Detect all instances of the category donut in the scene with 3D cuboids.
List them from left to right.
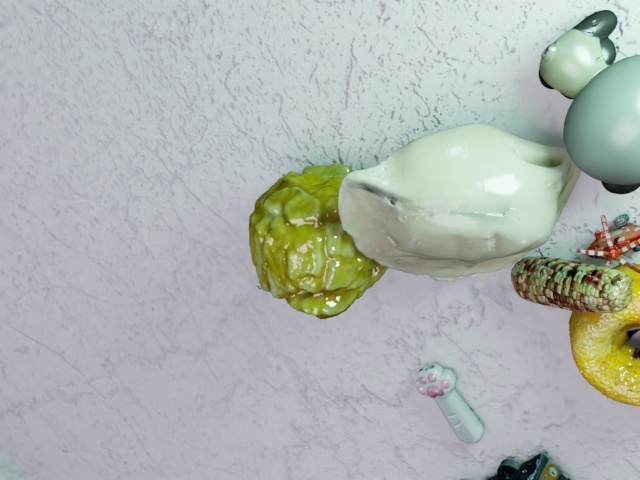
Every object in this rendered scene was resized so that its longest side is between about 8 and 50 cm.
[{"bbox_3d":[0.543,0.164,1.544,0.253,0.118,0.253,8,112,20],"label":"donut"}]

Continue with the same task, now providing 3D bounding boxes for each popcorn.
[{"bbox_3d":[-0.004,-0.009,1.654,0.282,0.282,0.247,19,132,19],"label":"popcorn"}]

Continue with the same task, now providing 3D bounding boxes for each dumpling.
[{"bbox_3d":[0.228,-0.034,1.489,0.395,0.233,0.315,-6,132,-5],"label":"dumpling"}]

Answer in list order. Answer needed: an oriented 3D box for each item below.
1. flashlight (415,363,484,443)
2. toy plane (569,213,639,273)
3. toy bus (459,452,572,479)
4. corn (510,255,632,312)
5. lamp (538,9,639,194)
[{"bbox_3d":[0.270,0.343,1.877,0.093,0.047,0.200,-23,108,40],"label":"flashlight"},{"bbox_3d":[0.508,-0.017,1.452,0.126,0.077,0.194,36,131,2],"label":"toy plane"},{"bbox_3d":[0.394,0.595,1.910,0.194,0.162,0.323,44,135,-4],"label":"toy bus"},{"bbox_3d":[0.419,0.075,1.507,0.253,0.086,0.086,7,131,61],"label":"corn"},{"bbox_3d":[0.425,-0.197,1.312,0.244,0.197,0.198,56,136,17],"label":"lamp"}]
